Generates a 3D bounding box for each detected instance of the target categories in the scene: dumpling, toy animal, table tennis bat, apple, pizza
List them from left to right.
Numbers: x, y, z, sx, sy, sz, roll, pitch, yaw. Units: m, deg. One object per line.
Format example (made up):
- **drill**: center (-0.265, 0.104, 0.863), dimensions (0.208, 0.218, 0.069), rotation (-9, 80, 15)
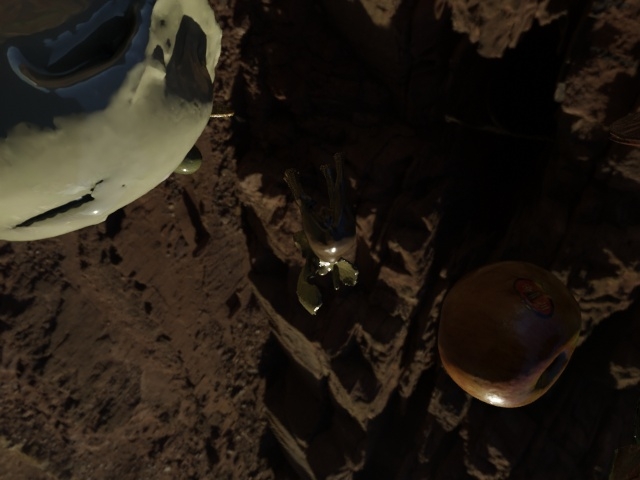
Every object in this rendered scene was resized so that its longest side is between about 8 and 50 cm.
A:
- **dumpling**: center (-0.252, -0.113, 0.503), dimensions (0.395, 0.233, 0.315), rotation (-32, 177, 11)
- **pizza**: center (-0.325, -0.404, 1.476), dimensions (0.109, 0.122, 0.026), rotation (-111, -158, -54)
- **toy animal**: center (0.000, 0.000, 0.615), dimensions (0.214, 0.093, 0.186), rotation (176, -102, -84)
- **apple**: center (0.512, 0.247, 1.355), dimensions (0.400, 0.333, 0.400), rotation (-24, 133, -28)
- **table tennis bat**: center (0.511, -0.174, 0.682), dimensions (0.220, 0.130, 0.019), rotation (-23, 116, -16)

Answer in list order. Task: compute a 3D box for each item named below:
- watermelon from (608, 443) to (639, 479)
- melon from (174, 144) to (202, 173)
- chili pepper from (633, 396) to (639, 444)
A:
- **watermelon**: center (0.441, 0.281, 0.547), dimensions (0.146, 0.231, 0.129), rotation (22, 62, -64)
- **melon**: center (-0.390, -0.234, 1.337), dimensions (0.130, 0.098, 0.098), rotation (17, 101, -34)
- **chili pepper**: center (0.811, 0.391, 1.029), dimensions (0.233, 0.248, 0.257), rotation (12, 104, -59)
